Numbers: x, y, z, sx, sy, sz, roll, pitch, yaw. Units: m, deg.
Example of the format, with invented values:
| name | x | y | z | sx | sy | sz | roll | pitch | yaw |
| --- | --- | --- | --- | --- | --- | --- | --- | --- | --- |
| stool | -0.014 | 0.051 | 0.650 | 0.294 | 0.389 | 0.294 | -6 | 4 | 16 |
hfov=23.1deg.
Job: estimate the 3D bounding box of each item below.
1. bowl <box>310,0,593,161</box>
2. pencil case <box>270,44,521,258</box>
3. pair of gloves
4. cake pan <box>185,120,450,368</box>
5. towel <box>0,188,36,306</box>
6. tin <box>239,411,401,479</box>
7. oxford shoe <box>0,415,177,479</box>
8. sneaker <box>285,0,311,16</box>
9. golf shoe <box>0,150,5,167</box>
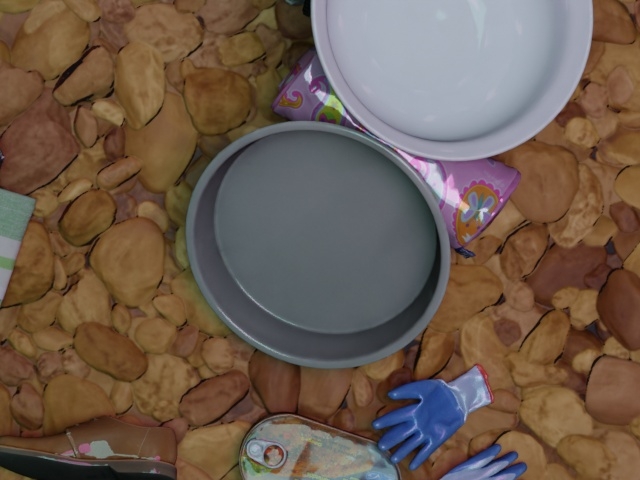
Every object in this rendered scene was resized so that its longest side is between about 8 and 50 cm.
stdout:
| name | x | y | z | sx | sy | sz | roll | pitch | yaw |
| --- | --- | --- | --- | --- | --- | --- | --- | --- | --- |
| bowl | 0.123 | -0.227 | 1.627 | 0.298 | 0.134 | 0.297 | 0 | 89 | -10 |
| pencil case | 0.083 | -0.107 | 1.731 | 0.284 | 0.124 | 0.124 | 37 | 89 | -7 |
| pair of gloves | 0.151 | 0.245 | 1.781 | 0.159 | 0.023 | 0.198 | -25 | 93 | -19 |
| cake pan | 0.000 | 0.000 | 1.700 | 0.293 | 0.054 | 0.293 | 6 | 115 | 12 |
| towel | -0.450 | 0.079 | 1.657 | 0.248 | 0.038 | 0.324 | 19 | 90 | -49 |
| tin | -0.002 | 0.261 | 1.778 | 0.190 | 0.040 | 0.106 | 20 | 86 | -7 |
| oxford shoe | -0.264 | 0.231 | 1.744 | 0.212 | 0.076 | 0.076 | 5 | 62 | -4 |
| sneaker | -0.029 | -0.329 | 1.720 | 0.292 | 0.110 | 0.118 | 30 | 80 | -7 |
| golf shoe | -0.425 | -0.147 | 1.698 | 0.094 | 0.077 | 0.198 | -27 | 94 | -4 |
